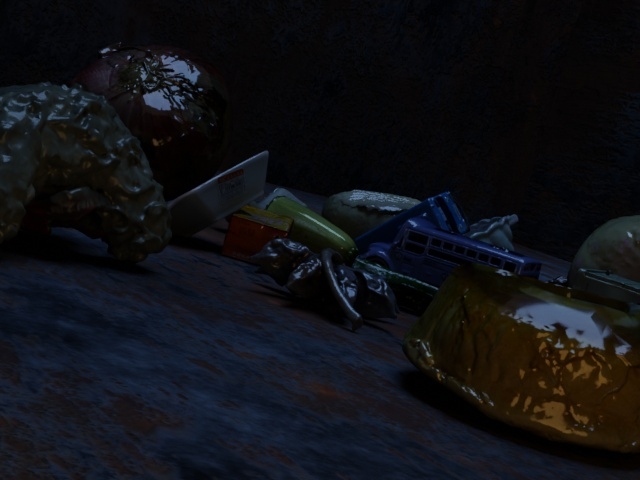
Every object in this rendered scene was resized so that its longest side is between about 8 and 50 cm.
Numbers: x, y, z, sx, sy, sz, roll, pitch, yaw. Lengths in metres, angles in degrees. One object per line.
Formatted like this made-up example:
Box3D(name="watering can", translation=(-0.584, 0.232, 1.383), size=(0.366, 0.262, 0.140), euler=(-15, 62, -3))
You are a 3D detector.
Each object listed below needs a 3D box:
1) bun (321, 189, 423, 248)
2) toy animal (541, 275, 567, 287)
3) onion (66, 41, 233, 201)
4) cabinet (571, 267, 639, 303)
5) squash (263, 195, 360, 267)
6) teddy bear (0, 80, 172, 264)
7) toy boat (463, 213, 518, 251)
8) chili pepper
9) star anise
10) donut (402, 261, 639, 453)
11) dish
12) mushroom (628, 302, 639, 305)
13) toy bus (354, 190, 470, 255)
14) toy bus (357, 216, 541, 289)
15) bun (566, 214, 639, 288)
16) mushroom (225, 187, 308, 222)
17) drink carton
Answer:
Box3D(name="bun", translation=(0.117, -0.026, 2.473), size=(0.239, 0.141, 0.239), euler=(10, 8, -2))
Box3D(name="toy animal", translation=(0.375, 0.102, 2.290), size=(0.202, 0.070, 0.105), euler=(0, -29, -43))
Box3D(name="onion", translation=(-0.334, -0.220, 2.302), size=(0.353, 0.354, 0.353), euler=(16, 5, -1))
Box3D(name="cabinet", translation=(0.456, 0.137, 1.704), size=(0.206, 0.150, 0.145), euler=(19, 6, 28))
Box3D(name="squash", translation=(0.000, 0.000, 2.247), size=(0.224, 0.094, 0.094), euler=(26, 9, 26))
Box3D(name="teddy bear", translation=(-0.411, -0.089, 1.512), size=(0.367, 0.225, 0.357), euler=(1, -2, 34))
Box3D(name="toy boat", translation=(0.281, 0.031, 2.262), size=(0.199, 0.100, 0.290), euler=(-28, 0, 39))
Box3D(name="chili pepper", translation=(0.154, 0.086, 1.870), size=(0.226, 0.059, 0.088), euler=(20, 2, 19))
Box3D(name="star anise", translation=(0.015, 0.056, 1.644), size=(0.230, 0.081, 0.262), euler=(25, 0, -16))
Box3D(name="donut", translation=(0.251, 0.114, 1.297), size=(0.330, 0.160, 0.330), euler=(23, 8, -3))
Box3D(name="dish", translation=(-0.184, -0.056, 1.945), size=(0.234, 0.064, 0.154), euler=(-31, 4, -42))
Box3D(name="mushroom", translation=(0.354, 0.130, 1.600), size=(0.188, 0.117, 0.141), euler=(-11, 2, 38))
Box3D(name="toy bus", translation=(0.163, -0.010, 2.171), size=(0.184, 0.090, 0.106), euler=(-30, -7, 30))
Box3D(name="toy bus", translation=(0.209, 0.045, 2.020), size=(0.292, 0.133, 0.125), euler=(19, 7, 27))
Box3D(name="bun", translation=(0.561, 0.114, 1.941), size=(0.361, 0.213, 0.361), euler=(25, -20, 10))
Box3D(name="mushroom", translation=(-0.109, -0.052, 2.348), size=(0.099, 0.096, 0.278), euler=(17, 9, 26))
Box3D(name="drink carton", translation=(-0.101, -0.007, 2.010), size=(0.096, 0.071, 0.223), euler=(16, 6, -1))
